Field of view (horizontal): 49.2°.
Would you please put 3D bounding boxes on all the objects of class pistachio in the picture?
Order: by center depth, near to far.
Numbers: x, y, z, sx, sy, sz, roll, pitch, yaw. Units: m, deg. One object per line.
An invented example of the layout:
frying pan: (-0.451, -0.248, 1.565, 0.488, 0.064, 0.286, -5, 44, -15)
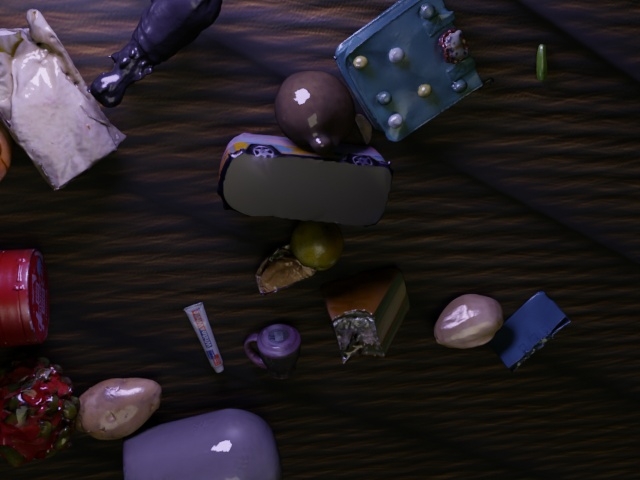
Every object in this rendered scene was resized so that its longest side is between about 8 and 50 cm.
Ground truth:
pistachio: (0.409, 0.224, 1.943, 0.200, 0.117, 0.145, -20, 83, 7)

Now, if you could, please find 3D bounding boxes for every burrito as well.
burrito: (-0.558, -0.289, 1.426, 0.190, 0.135, 0.332, -31, 118, -5)

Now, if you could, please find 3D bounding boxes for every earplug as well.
earplug: (-0.305, 0.618, 1.894, 0.394, 0.312, 0.312, -16, 121, -7)

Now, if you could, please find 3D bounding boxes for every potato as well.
potato: (0.094, -0.271, 1.637, 0.036, 0.037, 0.093, -44, 137, -10)
potato: (-0.535, 0.446, 1.837, 0.235, 0.128, 0.161, -2, 98, -9)

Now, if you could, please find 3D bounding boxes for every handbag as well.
handbag: (0.200, -0.385, 1.558, 0.274, 0.100, 0.268, -31, 120, 6)
handbag: (0.587, 0.258, 1.977, 0.221, 0.144, 0.057, -44, 116, 13)

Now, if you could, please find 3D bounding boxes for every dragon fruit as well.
dragon fruit: (-0.722, 0.427, 1.734, 0.237, 0.231, 0.302, -13, 124, -26)

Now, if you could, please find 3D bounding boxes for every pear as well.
pear: (0.000, 0.000, 1.698, 0.141, 0.141, 0.104, 16, 153, -20)

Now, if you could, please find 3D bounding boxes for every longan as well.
longan: (-0.008, -0.274, 1.519, 0.185, 0.204, 0.159, 7, 146, -27)

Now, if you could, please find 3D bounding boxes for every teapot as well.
teapot: (-0.123, 0.307, 1.870, 0.148, 0.116, 0.146, -11, 131, -11)

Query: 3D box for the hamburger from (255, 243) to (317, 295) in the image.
hamburger: (-0.092, 0.058, 1.758, 0.176, 0.087, 0.102, -24, 105, 14)

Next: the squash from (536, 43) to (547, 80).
squash: (0.523, -0.420, 1.654, 0.027, 0.027, 0.089, -15, 119, -4)

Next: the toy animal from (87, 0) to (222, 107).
toy animal: (-0.324, -0.409, 1.396, 0.343, 0.168, 0.106, -38, 122, 23)

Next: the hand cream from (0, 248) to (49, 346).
hand cream: (-0.707, 0.130, 1.577, 0.149, 0.230, 0.230, -4, 119, -12)

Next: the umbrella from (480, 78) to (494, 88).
umbrella: (0.357, -0.356, 1.660, 0.122, 0.013, 0.022, -27, 142, 2)

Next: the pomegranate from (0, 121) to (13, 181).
pomegranate: (-0.730, -0.194, 1.406, 0.209, 0.209, 0.209, -5, 120, -9)

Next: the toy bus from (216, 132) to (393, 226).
toy bus: (-0.045, -0.144, 1.602, 0.386, 0.162, 0.171, 4, 116, -15)

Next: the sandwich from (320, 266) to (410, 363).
sandwich: (0.137, 0.193, 1.810, 0.227, 0.198, 0.155, -17, 121, -2)

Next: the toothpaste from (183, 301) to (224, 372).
toothpaste: (-0.302, 0.259, 1.851, 0.052, 0.033, 0.218, -20, 117, -6)
